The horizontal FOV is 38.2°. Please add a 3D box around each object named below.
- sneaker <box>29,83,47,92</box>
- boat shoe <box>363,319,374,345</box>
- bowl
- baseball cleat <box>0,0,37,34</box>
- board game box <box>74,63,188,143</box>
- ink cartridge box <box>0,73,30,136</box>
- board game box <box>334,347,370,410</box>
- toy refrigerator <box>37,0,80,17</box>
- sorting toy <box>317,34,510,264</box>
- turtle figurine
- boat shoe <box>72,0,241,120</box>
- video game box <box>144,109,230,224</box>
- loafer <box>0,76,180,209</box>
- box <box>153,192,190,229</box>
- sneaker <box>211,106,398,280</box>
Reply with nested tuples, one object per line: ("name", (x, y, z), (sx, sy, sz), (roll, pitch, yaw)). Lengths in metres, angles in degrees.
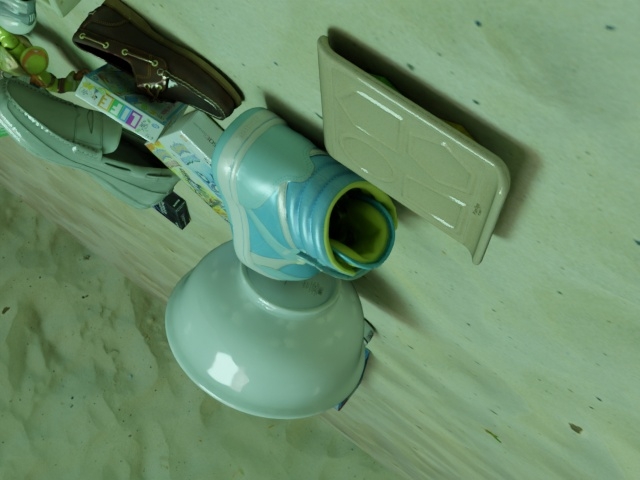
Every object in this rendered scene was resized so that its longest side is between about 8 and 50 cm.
("sneaker", (-0.527, -0.227, 1.742), (0.098, 0.083, 0.223), (31, 164, 45))
("boat shoe", (-0.040, 0.109, 1.552), (0.268, 0.088, 0.096), (37, 165, 7))
("bowl", (-0.059, 0.088, 1.283), (0.298, 0.298, 0.134), (35, 133, 14))
("baseball cleat", (-0.438, -0.361, 1.194), (0.206, 0.072, 0.109), (40, 144, 3))
("board game box", (-0.217, -0.170, 1.093), (0.103, 0.026, 0.154), (32, -161, -7))
("ink cartridge box", (-0.569, -0.287, 1.504), (0.087, 0.153, 0.208), (-12, 146, 13))
("board game box", (-0.055, 0.194, 1.841), (0.308, 0.086, 0.302), (36, 165, 10))
("toy refrigerator", (-0.348, -0.347, 0.937), (0.270, 0.094, 0.102), (37, 165, 11))
("sorting toy", (0.081, -0.080, 0.833), (0.208, 0.038, 0.193), (40, 166, 15))
("turtle figurine", (-0.452, -0.279, 1.384), (0.217, 0.087, 0.269), (33, 174, 43))
("boat shoe", (-0.188, -0.193, 1.055), (0.207, 0.073, 0.073), (34, 161, 12))
("video game box", (-0.143, -0.093, 1.288), (0.187, 0.048, 0.205), (46, 163, -17))
("loafer", (-0.342, -0.157, 1.384), (0.319, 0.111, 0.112), (30, -145, -42))
("box", (-0.319, -0.092, 1.739), (0.162, 0.029, 0.116), (35, 165, 9))
("sneaker", (0.000, 0.000, 1.074), (0.208, 0.127, 0.319), (33, 165, 25))
